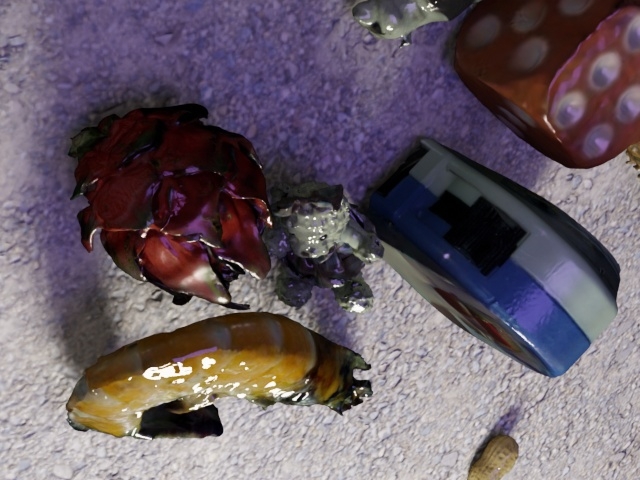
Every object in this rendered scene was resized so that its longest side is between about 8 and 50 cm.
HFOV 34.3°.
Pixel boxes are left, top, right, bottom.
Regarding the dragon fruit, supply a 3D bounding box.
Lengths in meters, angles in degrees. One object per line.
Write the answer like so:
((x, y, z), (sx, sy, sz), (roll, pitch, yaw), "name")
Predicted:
((-0.133, -0.034, 0.967), (0.182, 0.182, 0.188), (-47, 143, 3), "dragon fruit")

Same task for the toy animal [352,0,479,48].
((0.130, -0.280, 1.028), (0.225, 0.094, 0.121), (-39, 141, -6), "toy animal")

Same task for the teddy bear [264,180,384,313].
((0.005, -0.013, 1.099), (0.133, 0.111, 0.213), (7, 147, 12), "teddy bear")

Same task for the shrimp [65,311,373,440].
((-0.091, 0.169, 1.141), (0.272, 0.085, 0.445), (-30, 156, 24), "shrimp")

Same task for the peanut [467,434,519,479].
((0.253, 0.336, 1.532), (0.054, 0.054, 0.113), (20, 110, -39), "peanut")

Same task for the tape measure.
((0.203, 0.028, 1.171), (0.138, 0.262, 0.259), (-53, 133, -5), "tape measure")

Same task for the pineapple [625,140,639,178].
((0.485, -0.090, 1.351), (0.170, 0.141, 0.310), (-50, 139, 0), "pineapple")

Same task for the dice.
((0.267, -0.192, 1.109), (0.175, 0.179, 0.174), (-50, 132, 2), "dice")
